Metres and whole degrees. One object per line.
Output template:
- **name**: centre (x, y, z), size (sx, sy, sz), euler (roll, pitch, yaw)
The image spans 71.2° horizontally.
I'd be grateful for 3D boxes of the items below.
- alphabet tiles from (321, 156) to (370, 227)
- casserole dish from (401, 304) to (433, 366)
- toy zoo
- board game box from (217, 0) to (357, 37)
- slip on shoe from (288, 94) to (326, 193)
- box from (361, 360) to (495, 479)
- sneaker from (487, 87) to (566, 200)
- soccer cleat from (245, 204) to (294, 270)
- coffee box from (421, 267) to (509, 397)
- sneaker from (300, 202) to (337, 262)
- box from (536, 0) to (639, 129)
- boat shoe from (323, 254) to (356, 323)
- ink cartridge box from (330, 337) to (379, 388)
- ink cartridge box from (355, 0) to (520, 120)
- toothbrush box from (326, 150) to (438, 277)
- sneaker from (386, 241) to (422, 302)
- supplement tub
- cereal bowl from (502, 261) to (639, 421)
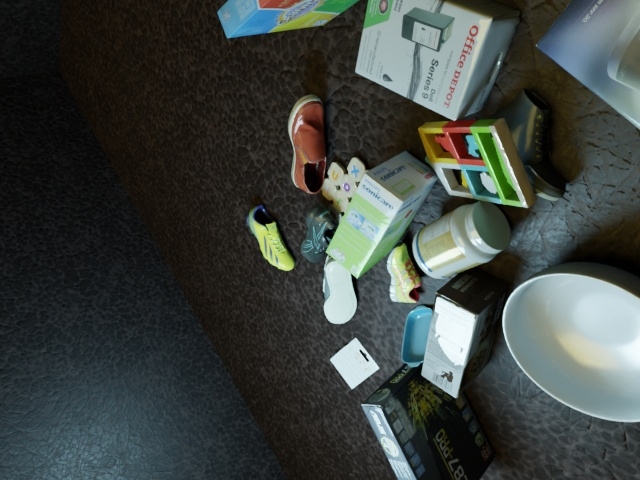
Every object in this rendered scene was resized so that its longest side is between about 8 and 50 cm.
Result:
- **alphabet tiles**: centre (0.114, -0.110, 1.381), size (0.284, 0.021, 0.278), euler (47, 141, 19)
- **casserole dish**: centre (0.298, 0.286, 1.325), size (0.037, 0.188, 0.114), euler (28, 150, -25)
- **toy zoo**: centre (0.320, -0.174, 0.985), size (0.192, 0.030, 0.293), euler (57, 168, -23)
- **board game box**: centre (-0.043, -0.563, 1.030), size (0.242, 0.317, 0.064), euler (-5, 108, 52)
- **slip on shoe**: centre (-0.028, -0.281, 1.353), size (0.101, 0.123, 0.331), euler (45, 147, 35)
- **box**: centre (0.326, 0.559, 1.310), size (0.097, 0.318, 0.394), euler (-22, 94, 54)
- **sneaker**: centre (0.435, -0.190, 0.895), size (0.222, 0.083, 0.118), euler (52, 139, 10)
- **soccer cleat**: centre (-0.192, -0.011, 1.753), size (0.289, 0.093, 0.121), euler (55, 136, 9)
- **coffee box**: centre (0.374, 0.238, 1.171), size (0.119, 0.168, 0.297), euler (28, 131, 37)
- **sneaker**: centre (0.000, 0.000, 1.501), size (0.106, 0.101, 0.267), euler (41, 149, 26)
- **box**: centre (0.537, -0.317, 0.611), size (0.294, 0.183, 0.296), euler (48, 142, 15)
- **boat shoe**: centre (0.066, 0.164, 1.581), size (0.099, 0.116, 0.319), euler (-93, -1, -51)
- **ink cartridge box**: centre (0.137, 0.469, 1.727), size (0.145, 0.045, 0.179), euler (51, 124, 15)
- **ink cartridge box**: centre (0.234, -0.418, 0.954), size (0.289, 0.122, 0.211), euler (37, 138, 28)
- **toothbrush box**: centre (0.159, -0.067, 1.172), size (0.122, 0.206, 0.283), euler (39, 133, 18)
- **sneaker**: centre (0.254, 0.097, 1.309), size (0.094, 0.081, 0.208), euler (15, 130, 36)
- **supplement tub**: centre (0.337, 0.000, 1.081), size (0.144, 0.144, 0.200), euler (59, 143, 4)
- **cereal bowl**: centre (0.571, 0.190, 0.926), size (0.339, 0.141, 0.338), euler (28, 132, 37)
